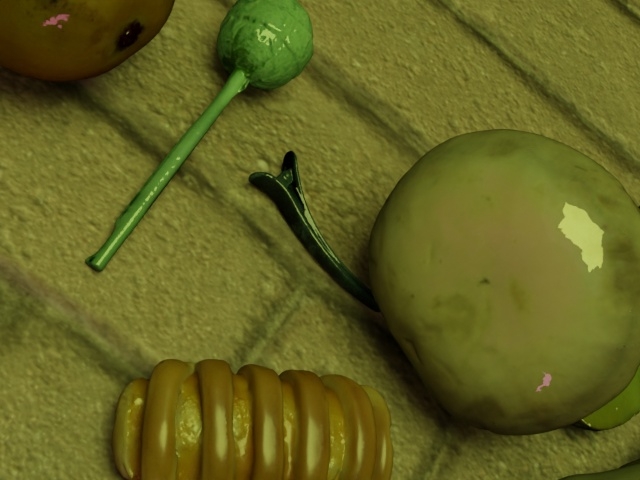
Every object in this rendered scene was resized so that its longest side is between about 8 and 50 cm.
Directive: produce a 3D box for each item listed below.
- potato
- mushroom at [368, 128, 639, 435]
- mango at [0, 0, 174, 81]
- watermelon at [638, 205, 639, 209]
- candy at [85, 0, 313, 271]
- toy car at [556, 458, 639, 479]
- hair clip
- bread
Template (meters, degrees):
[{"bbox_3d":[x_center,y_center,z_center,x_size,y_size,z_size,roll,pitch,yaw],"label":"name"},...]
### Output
[{"bbox_3d":[0.366,0.176,1.580,0.119,0.054,0.198,34,52,-4],"label":"potato"},{"bbox_3d":[0.220,0.058,1.437,0.353,0.353,0.325,32,78,-11],"label":"mushroom"},{"bbox_3d":[-0.317,-0.385,1.390,0.300,0.232,0.445,-4,61,-23],"label":"mango"},{"bbox_3d":[0.484,-0.017,1.701,0.105,0.105,0.133,33,34,-10],"label":"watermelon"},{"bbox_3d":[-0.142,-0.134,1.447,0.119,0.119,0.440,36,63,-8],"label":"candy"},{"bbox_3d":[0.412,0.359,1.413,0.336,0.226,0.242,-8,71,-28],"label":"toy car"},{"bbox_3d":[0.000,0.000,1.490,0.070,0.039,0.229,-34,90,-34],"label":"hair clip"},{"bbox_3d":[-0.067,0.216,1.301,0.311,0.121,0.172,9,65,-22],"label":"bread"}]
